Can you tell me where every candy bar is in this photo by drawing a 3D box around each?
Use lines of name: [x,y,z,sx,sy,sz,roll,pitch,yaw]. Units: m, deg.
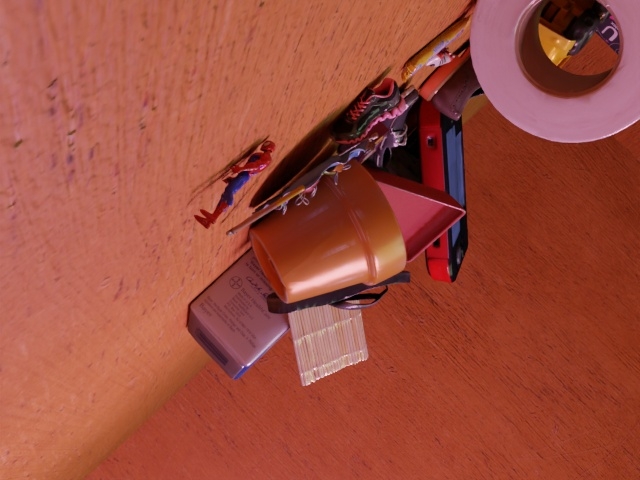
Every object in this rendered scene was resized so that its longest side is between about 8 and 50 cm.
candy bar: [0.169,-0.282,1.188,0.161,0.018,0.040,-43,176,-27]

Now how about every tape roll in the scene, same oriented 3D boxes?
tape roll: [0.359,-0.285,1.142,0.100,0.286,0.286,-39,174,-48]

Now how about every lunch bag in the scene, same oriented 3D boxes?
lunch bag: [0.170,-0.119,1.758,0.090,0.176,0.219,-46,175,28]

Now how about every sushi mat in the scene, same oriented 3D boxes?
sushi mat: [0.003,0.088,1.415,0.151,0.317,0.019,-21,-157,-27]

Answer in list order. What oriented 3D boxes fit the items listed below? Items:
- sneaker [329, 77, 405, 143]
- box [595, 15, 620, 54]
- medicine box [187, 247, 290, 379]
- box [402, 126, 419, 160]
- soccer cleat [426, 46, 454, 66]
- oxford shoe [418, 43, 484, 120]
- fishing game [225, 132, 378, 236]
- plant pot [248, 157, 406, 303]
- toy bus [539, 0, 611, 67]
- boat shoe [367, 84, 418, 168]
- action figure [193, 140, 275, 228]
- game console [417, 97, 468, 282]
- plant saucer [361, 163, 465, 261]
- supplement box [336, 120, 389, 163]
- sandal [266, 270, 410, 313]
sneaker: [0.058,-0.174,1.077,0.119,0.047,0.057,-36,143,-16]
box: [0.703,-0.574,1.908,0.163,0.247,0.142,-43,175,-18]
medicine box: [-0.098,0.103,1.541,0.289,0.149,0.263,-42,176,-17]
box: [0.237,-0.209,1.971,0.147,0.077,0.180,-45,-171,10]
soccer cleat: [0.181,-0.282,1.255,0.035,0.029,0.083,-36,177,25]
oxford shoe: [0.304,-0.326,1.504,0.271,0.098,0.097,-43,176,-11]
fishing game: [-0.006,-0.077,1.101,0.189,0.041,0.264,-29,-173,28]
plant pot: [0.000,0.000,1.267,0.187,0.205,0.205,-28,172,-14]
toy bus: [0.399,-0.363,1.421,0.220,0.149,0.211,-44,162,-30]
boat shoe: [0.125,-0.187,1.376,0.075,0.065,0.206,-42,175,-29]
action figure: [-0.083,-0.062,0.830,0.115,0.030,0.038,-48,-176,-26]
game console: [0.274,-0.129,1.727,0.060,0.387,0.342,0,-166,20]
plant saucer: [0.106,-0.058,1.549,0.258,0.259,0.048,129,-24,-60]
supplement box: [0.065,-0.154,1.270,0.055,0.043,0.083,-41,175,-19]
sandal: [0.031,0.091,1.368,0.254,0.055,0.097,-13,-171,-20]
